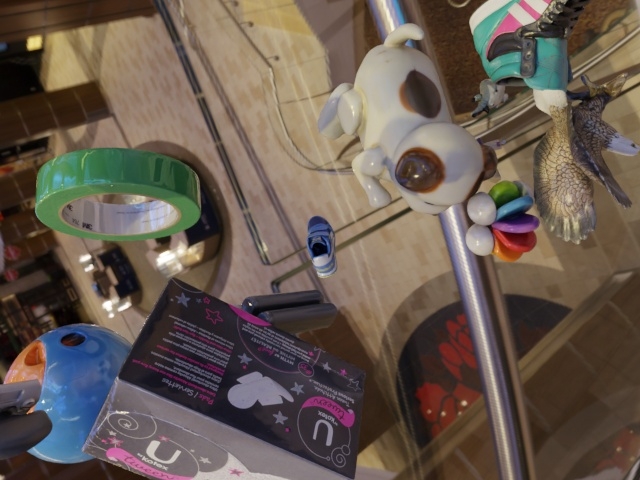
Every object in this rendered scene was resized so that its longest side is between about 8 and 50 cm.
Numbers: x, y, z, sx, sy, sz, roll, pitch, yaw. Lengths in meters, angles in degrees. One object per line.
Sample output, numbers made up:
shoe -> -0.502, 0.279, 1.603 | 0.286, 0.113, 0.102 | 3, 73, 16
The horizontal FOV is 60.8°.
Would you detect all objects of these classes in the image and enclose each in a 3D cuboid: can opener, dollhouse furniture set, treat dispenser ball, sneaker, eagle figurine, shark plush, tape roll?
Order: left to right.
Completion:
can opener -> -0.454, 0.225, 0.637 | 0.095, 0.283, 0.076 | 40, 106, 25
treat dispenser ball -> -0.523, 0.326, 1.178 | 0.288, 0.288, 0.288 | 34, 138, 37
tape roll -> -0.413, -0.084, 1.135 | 0.321, 0.320, 0.077 | -39, 54, 57
can opener -> -0.093, 0.126, 0.821 | 0.074, 0.280, 0.093 | 42, 122, 34
sneaker -> 0.000, 0.000, 1.057 | 0.059, 0.053, 0.144 | 59, -166, -49
shark plush -> 0.373, -0.316, 1.230 | 0.067, 0.161, 0.073 | 8, 147, 33
dollhouse furniture set -> 0.431, -0.195, 1.359 | 0.091, 0.081, 0.115 | 116, 137, -70
sneaker -> 0.343, -0.309, 0.789 | 0.295, 0.123, 0.179 | -23, 74, 62
eagle figurine -> 0.513, -0.176, 1.058 | 0.226, 0.299, 0.225 | 36, 161, -35

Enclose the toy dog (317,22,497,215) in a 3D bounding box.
toy dog -> 0.229, -0.242, 1.258 | 0.396, 0.284, 0.408 | -62, 41, 41

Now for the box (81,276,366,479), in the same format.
box -> -0.100, 0.186, 0.593 | 0.247, 0.142, 0.163 | 28, 127, -10

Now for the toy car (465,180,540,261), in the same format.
toy car -> 0.415, -0.037, 1.196 | 0.136, 0.159, 0.182 | -136, 36, -55
